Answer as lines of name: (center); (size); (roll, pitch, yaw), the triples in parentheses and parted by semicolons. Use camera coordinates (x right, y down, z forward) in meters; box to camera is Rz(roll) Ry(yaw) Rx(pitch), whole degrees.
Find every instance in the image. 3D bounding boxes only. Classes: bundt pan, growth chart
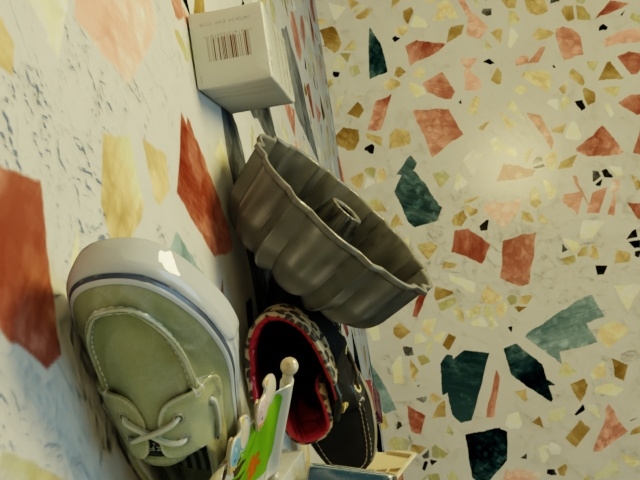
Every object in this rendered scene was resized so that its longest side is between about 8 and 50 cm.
bundt pan: (0.000, 0.000, 1.044); (0.331, 0.124, 0.331); (39, 14, -11)
growth chart: (-0.074, 0.218, 0.585); (0.237, 0.021, 0.172); (-56, 159, -50)

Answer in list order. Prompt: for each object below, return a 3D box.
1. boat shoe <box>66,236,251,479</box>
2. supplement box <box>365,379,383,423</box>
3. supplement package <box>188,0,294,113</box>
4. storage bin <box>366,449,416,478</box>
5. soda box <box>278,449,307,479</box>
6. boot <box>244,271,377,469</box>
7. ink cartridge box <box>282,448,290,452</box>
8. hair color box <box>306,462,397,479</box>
boat shoe: (-0.109, 0.122, 0.551); (0.302, 0.109, 0.094); (77, 12, -47)
supplement box: (0.095, 0.414, 1.824); (0.188, 0.104, 0.081); (66, 16, -66)
supplement package: (-0.108, -0.254, 1.034); (0.179, 0.105, 0.105); (10, 71, -83)
storage bin: (0.102, 0.549, 1.295); (0.260, 0.123, 0.262); (-21, 103, -60)
soda box: (-0.063, 0.302, 0.831); (0.216, 0.069, 0.074); (29, 52, -82)
boot: (-0.008, 0.226, 1.085); (0.284, 0.138, 0.378); (-66, 143, -79)
ink cartridge box: (-0.052, 0.331, 1.043); (0.048, 0.028, 0.083); (70, 13, -59)
hair color box: (0.024, 0.452, 0.864); (0.174, 0.105, 0.347); (65, 31, -71)
